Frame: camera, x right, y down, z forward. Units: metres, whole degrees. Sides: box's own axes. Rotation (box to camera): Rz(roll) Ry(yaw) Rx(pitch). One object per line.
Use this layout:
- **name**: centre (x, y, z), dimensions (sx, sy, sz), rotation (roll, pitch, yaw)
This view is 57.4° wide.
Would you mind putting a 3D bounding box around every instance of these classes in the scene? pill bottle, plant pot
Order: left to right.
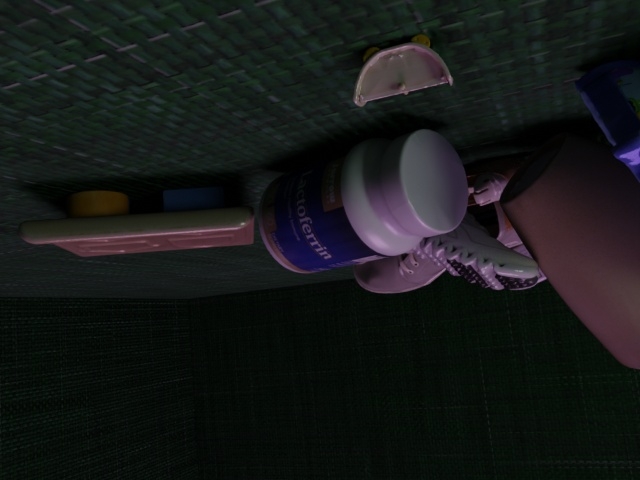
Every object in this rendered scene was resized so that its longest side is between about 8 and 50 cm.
- **pill bottle**: centre (0.050, -0.047, 0.771), dimensions (0.153, 0.153, 0.265), rotation (2, 168, -41)
- **plant pot**: centre (0.390, -0.013, 0.788), dimensions (0.274, 0.256, 0.256), rotation (39, 166, -3)

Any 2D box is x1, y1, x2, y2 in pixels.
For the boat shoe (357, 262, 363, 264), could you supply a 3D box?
- **boat shoe**: centre (-0.001, -0.004, 1.127), dimensions (0.113, 0.127, 0.340), rotation (-15, -175, -19)

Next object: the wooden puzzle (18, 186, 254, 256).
- **wooden puzzle**: centre (-0.273, -0.030, 0.969), dimensions (0.322, 0.080, 0.348), rotation (-4, 176, -7)

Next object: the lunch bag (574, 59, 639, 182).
- **lunch bag**: centre (0.390, -0.069, 0.571), dimensions (0.293, 0.220, 0.138), rotation (6, 145, -32)

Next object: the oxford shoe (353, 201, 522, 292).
- **oxford shoe**: centre (0.206, -0.007, 1.115), dimensions (0.130, 0.169, 0.449), rotation (-2, 164, -41)

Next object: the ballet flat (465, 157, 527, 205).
- **ballet flat**: centre (0.239, -0.077, 0.929), dimensions (0.206, 0.073, 0.067), rotation (-13, -148, 38)

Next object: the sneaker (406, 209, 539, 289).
- **sneaker**: centre (0.185, -0.019, 0.855), dimensions (0.292, 0.118, 0.110), rotation (25, 171, 32)

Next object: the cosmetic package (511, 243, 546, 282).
- **cosmetic package**: centre (0.432, -0.011, 1.117), dimensions (0.117, 0.085, 0.231), rotation (-32, -176, 26)

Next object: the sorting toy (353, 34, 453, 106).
- **sorting toy**: centre (0.076, -0.145, 0.518), dimensions (0.083, 0.044, 0.075), rotation (-9, 178, 19)
